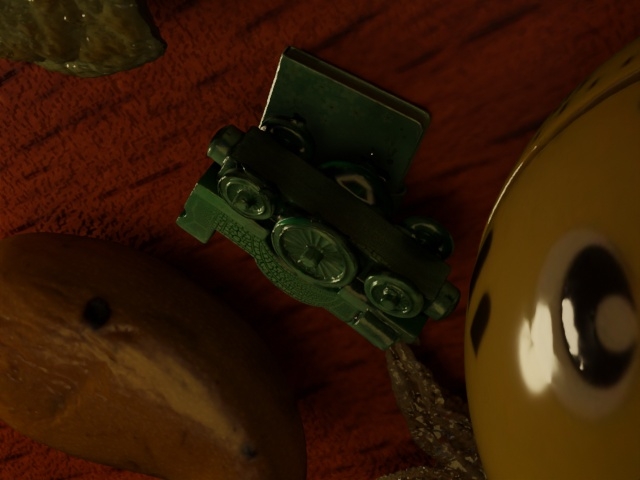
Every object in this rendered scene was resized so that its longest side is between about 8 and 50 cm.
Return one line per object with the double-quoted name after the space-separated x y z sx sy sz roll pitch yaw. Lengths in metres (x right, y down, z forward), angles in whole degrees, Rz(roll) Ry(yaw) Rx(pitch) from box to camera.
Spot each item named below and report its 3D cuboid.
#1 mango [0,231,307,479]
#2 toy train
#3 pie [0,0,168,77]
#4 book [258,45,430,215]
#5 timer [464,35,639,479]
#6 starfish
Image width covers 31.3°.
-0.133 0.094 0.834 0.295 0.120 0.177 24 125 5 "mango"
0.000 0.000 0.702 0.178 0.071 0.104 36 143 -2 "toy train"
-0.212 -0.176 0.608 0.274 0.105 0.257 35 162 -31 "pie"
0.005 -0.046 0.722 0.103 0.017 0.135 27 133 5 "book"
0.220 0.073 0.465 0.376 0.387 0.376 12 131 14 "timer"
0.142 0.147 0.788 0.295 0.048 0.231 2 126 23 "starfish"
